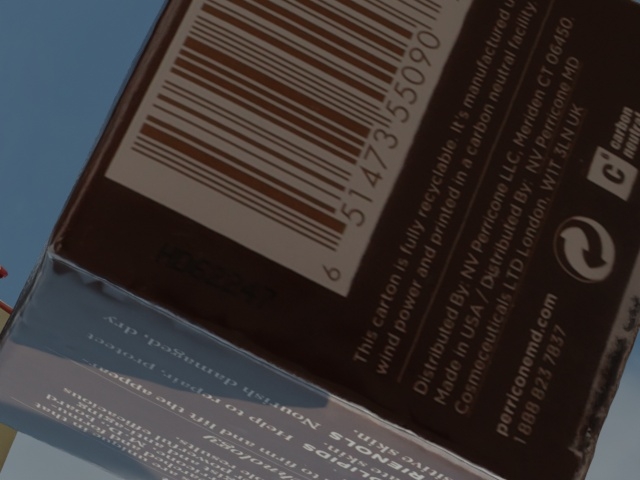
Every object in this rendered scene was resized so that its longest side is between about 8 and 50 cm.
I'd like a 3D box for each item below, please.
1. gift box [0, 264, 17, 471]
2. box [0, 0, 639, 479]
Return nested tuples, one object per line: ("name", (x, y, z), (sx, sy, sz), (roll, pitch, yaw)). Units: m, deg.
("gift box", (-0.380, 0.097, 1.345), (0.276, 0.255, 0.258), (48, -125, -47))
("box", (0.000, 0.000, 0.604), (0.167, 0.203, 0.168), (26, -112, -8))
